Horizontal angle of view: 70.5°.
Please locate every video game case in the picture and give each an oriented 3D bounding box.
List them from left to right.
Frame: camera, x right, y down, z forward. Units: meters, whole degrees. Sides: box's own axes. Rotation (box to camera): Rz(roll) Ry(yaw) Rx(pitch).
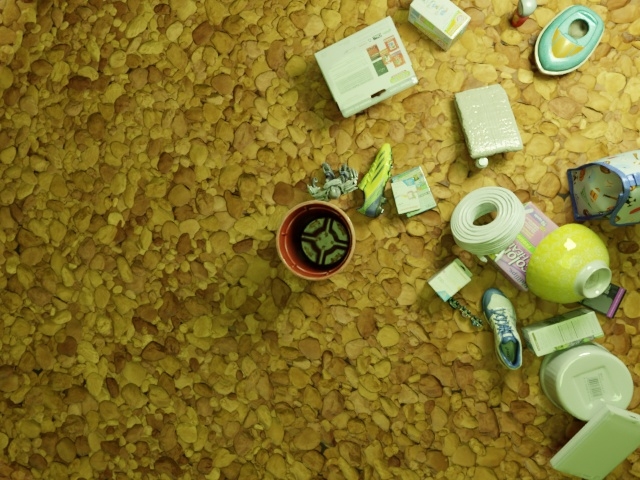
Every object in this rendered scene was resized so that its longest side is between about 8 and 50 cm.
[{"bbox_3d":[0.358,-0.186,1.740,0.119,0.015,0.166,-22,87,8],"label":"video game case"}]

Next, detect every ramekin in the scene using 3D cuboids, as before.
[{"bbox_3d":[0.936,0.496,1.592,0.277,0.135,0.277,0,89,8],"label":"ramekin"}]

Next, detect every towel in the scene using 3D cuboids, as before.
[{"bbox_3d":[0.608,-0.436,1.660,0.187,0.049,0.282,-10,71,5],"label":"towel"}]

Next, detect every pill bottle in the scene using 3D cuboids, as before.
[{"bbox_3d":[0.592,-0.286,1.674,0.043,0.083,0.043,0,89,8],"label":"pill bottle"}]

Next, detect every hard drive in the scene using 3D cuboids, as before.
[{"bbox_3d":[0.965,0.699,1.549,0.203,0.040,0.307,20,116,-10],"label":"hard drive"}]

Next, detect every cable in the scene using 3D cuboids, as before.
[{"bbox_3d":[0.582,-0.072,1.600,0.257,0.257,0.089,-50,128,0],"label":"cable"}]

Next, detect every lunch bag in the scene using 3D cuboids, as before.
[{"bbox_3d":[1.044,-0.180,1.459,0.328,0.385,0.238,-11,88,7],"label":"lunch bag"}]

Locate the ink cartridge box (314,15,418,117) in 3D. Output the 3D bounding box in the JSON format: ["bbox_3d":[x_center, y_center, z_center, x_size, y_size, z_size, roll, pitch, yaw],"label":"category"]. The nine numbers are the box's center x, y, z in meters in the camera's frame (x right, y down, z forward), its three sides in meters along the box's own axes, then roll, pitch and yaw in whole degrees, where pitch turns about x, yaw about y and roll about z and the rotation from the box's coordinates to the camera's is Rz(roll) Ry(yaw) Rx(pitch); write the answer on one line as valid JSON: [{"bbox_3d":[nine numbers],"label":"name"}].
[{"bbox_3d":[0.174,-0.632,1.713,0.309,0.130,0.271,-23,88,7],"label":"ink cartridge box"}]

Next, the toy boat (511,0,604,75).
[{"bbox_3d":[0.828,-0.747,1.614,0.318,0.148,0.267,35,94,7],"label":"toy boat"}]

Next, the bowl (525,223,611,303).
[{"bbox_3d":[0.854,0.103,1.502,0.289,0.156,0.289,-8,116,-17],"label":"bowl"}]

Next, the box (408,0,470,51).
[{"bbox_3d":[0.438,-0.824,1.686,0.203,0.114,0.103,42,93,6],"label":"box"}]

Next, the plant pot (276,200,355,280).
[{"bbox_3d":[0.000,0.000,1.662,0.272,0.265,0.272,0,90,8],"label":"plant pot"}]

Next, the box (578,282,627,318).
[{"bbox_3d":[1.001,0.195,1.640,0.162,0.029,0.116,25,92,6],"label":"box"}]

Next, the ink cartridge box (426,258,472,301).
[{"bbox_3d":[0.480,0.143,1.681,0.143,0.090,0.092,-40,85,5],"label":"ink cartridge box"}]

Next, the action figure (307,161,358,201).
[{"bbox_3d":[0.048,-0.213,1.648,0.185,0.285,0.099,-9,111,9],"label":"action figure"}]

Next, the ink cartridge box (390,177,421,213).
[{"bbox_3d":[0.323,-0.165,1.710,0.089,0.052,0.122,-15,89,8],"label":"ink cartridge box"}]

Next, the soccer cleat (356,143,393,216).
[{"bbox_3d":[0.204,-0.233,1.725,0.121,0.093,0.289,12,90,15],"label":"soccer cleat"}]

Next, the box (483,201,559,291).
[{"bbox_3d":[0.732,0.021,1.634,0.213,0.117,0.243,45,96,6],"label":"box"}]

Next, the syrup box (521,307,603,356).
[{"bbox_3d":[0.861,0.327,1.624,0.237,0.093,0.096,-21,87,7],"label":"syrup box"}]

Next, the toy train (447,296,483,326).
[{"bbox_3d":[0.544,0.273,1.703,0.158,0.027,0.036,39,98,7],"label":"toy train"}]

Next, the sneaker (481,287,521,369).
[{"bbox_3d":[0.670,0.317,1.634,0.112,0.131,0.296,-17,86,9],"label":"sneaker"}]
